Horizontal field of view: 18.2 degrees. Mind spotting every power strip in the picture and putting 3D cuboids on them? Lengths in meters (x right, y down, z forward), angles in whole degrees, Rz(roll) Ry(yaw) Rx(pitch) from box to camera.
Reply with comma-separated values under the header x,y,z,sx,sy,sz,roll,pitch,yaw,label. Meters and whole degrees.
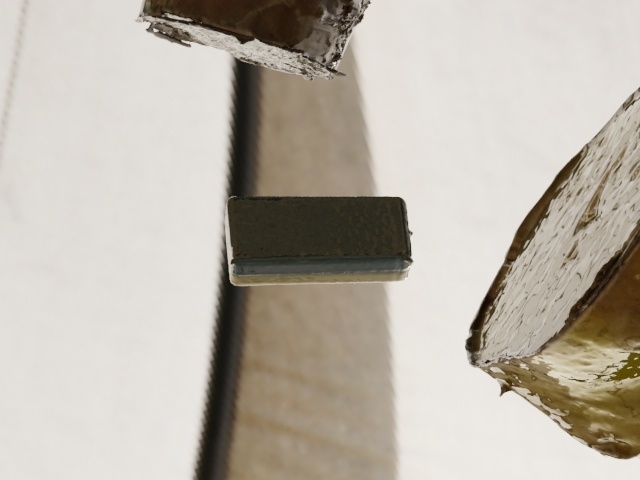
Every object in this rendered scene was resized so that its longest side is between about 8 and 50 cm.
x,y,z,sx,sy,sz,roll,pitch,yaw,label
0.000,0.000,1.307,0.123,0.032,0.056,-1,-127,-8,power strip

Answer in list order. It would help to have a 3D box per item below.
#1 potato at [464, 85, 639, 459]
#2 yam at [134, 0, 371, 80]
x,y,z,sx,sy,sz,roll,pitch,yaw,label
0.315,0.053,1.589,0.290,0.296,0.397,-60,-172,-19,potato
0.005,-0.224,1.118,0.131,0.131,0.280,29,-85,53,yam
